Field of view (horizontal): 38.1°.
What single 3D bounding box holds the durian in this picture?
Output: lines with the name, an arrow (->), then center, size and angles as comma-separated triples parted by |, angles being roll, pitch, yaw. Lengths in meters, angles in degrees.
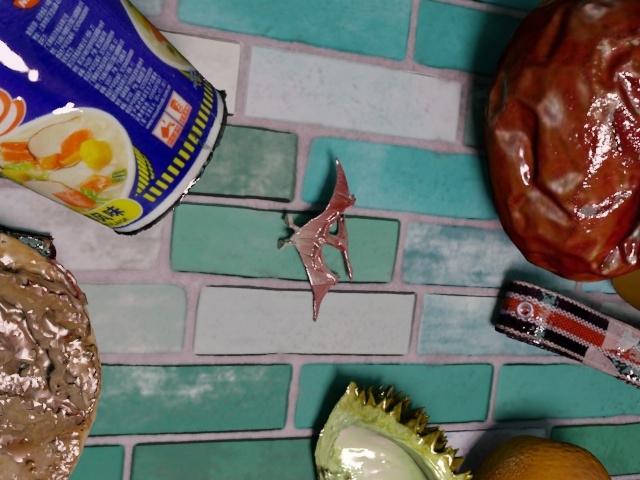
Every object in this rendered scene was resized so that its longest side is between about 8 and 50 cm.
durian -> 0.103, 0.378, 1.240 | 0.198, 0.163, 0.394 | -5, 106, -24

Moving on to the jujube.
jujube -> 0.356, -0.140, 1.234 | 0.276, 0.276, 0.376 | -18, 109, -24

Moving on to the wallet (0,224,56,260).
wallet -> -0.407, 0.032, 0.991 | 0.232, 0.031, 0.121 | 11, 94, -27

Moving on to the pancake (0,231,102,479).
pancake -> -0.409, 0.155, 0.966 | 0.382, 0.071, 0.382 | -7, 107, -25

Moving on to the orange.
orange -> 0.308, 0.393, 1.307 | 0.236, 0.236, 0.236 | -4, 99, -27

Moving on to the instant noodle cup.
instant noodle cup -> -0.270, -0.160, 0.921 | 0.312, 0.284, 0.284 | 37, 80, -34

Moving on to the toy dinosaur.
toy dinosaur -> 0.000, 0.000, 1.197 | 0.108, 0.032, 0.220 | 3, 106, -31

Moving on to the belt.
belt -> 0.416, 0.150, 1.391 | 0.360, 0.126, 0.094 | 22, 97, -22

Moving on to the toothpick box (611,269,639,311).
toothpick box -> 0.688, 0.003, 1.345 | 0.425, 0.409, 0.409 | -41, 113, -13
